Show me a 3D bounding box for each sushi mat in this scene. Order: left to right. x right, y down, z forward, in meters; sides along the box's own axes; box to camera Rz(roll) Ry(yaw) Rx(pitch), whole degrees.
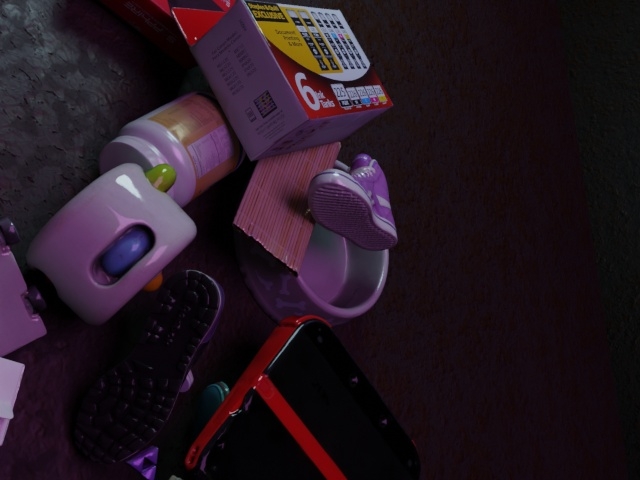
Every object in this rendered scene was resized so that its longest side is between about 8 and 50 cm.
[{"bbox_3d":[-0.048,-0.104,1.161,0.151,0.019,0.316,39,49,-28],"label":"sushi mat"}]

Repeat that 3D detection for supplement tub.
[{"bbox_3d":[-0.221,-0.132,1.030,0.199,0.144,0.144,-45,112,-46],"label":"supplement tub"}]

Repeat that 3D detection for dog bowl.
[{"bbox_3d":[0.000,0.000,1.275,0.349,0.102,0.349,18,65,-45],"label":"dog bowl"}]

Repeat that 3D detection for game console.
[{"bbox_3d":[-0.001,0.341,1.030,0.386,0.060,0.342,55,45,-17],"label":"game console"}]

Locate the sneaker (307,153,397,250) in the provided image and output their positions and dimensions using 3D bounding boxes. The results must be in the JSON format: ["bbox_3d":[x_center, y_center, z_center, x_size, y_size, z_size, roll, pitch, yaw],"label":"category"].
[{"bbox_3d":[0.051,-0.096,1.198,0.282,0.102,0.161,40,43,-61],"label":"sneaker"}]

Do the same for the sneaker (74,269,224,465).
[{"bbox_3d":[-0.216,0.178,0.930,0.107,0.124,0.283,34,84,7],"label":"sneaker"}]

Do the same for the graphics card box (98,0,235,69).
[{"bbox_3d":[-0.235,-0.513,1.151,0.233,0.094,0.371,34,59,-40],"label":"graphics card box"}]

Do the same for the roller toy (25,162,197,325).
[{"bbox_3d":[-0.264,0.011,0.878,0.146,0.209,0.191,47,34,-7],"label":"roller toy"}]

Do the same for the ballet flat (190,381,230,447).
[{"bbox_3d":[-0.150,0.338,1.004,0.087,0.083,0.247,22,68,-42],"label":"ballet flat"}]

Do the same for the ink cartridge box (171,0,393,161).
[{"bbox_3d":[-0.052,-0.294,1.112,0.272,0.130,0.309,60,32,2],"label":"ink cartridge box"}]

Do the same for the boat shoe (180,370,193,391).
[{"bbox_3d":[-0.219,0.178,1.019,0.100,0.035,0.035,63,13,-6],"label":"boat shoe"}]

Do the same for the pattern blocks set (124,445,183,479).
[{"bbox_3d":[-0.172,0.420,0.897,0.285,0.026,0.325,-43,109,-35],"label":"pattern blocks set"}]

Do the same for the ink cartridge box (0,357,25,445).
[{"bbox_3d":[-0.394,0.169,0.728,0.092,0.143,0.090,29,57,-40],"label":"ink cartridge box"}]

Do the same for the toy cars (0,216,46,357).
[{"bbox_3d":[-0.472,0.001,0.738,0.393,0.087,0.176,32,83,-41],"label":"toy cars"}]
